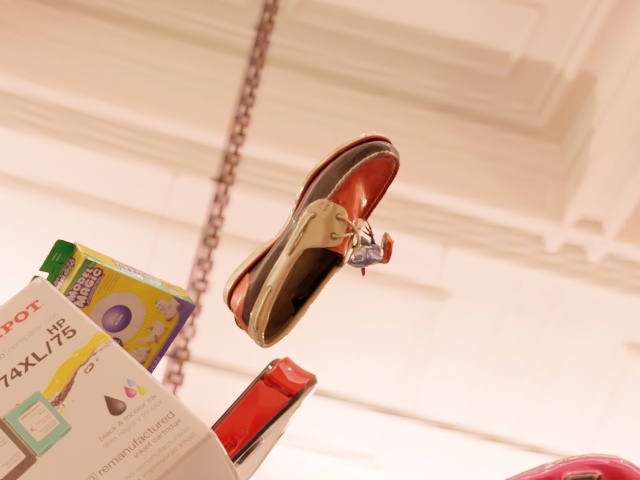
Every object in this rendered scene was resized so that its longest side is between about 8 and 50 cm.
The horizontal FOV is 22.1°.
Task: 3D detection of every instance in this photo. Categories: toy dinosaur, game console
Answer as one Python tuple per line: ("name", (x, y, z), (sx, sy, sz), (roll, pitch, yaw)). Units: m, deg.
("toy dinosaur", (0.047, 0.009, 1.506), (0.082, 0.047, 0.090), (21, -6, 45))
("game console", (-0.156, 0.307, 1.826), (0.060, 0.342, 0.386), (39, -31, 5))

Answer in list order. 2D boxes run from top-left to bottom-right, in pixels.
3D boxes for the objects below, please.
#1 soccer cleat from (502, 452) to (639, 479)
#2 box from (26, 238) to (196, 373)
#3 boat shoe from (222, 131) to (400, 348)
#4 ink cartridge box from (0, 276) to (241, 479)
("soccer cleat", (0.085, 0.255, 1.128), (0.116, 0.331, 0.143), (51, 0, -2))
("box", (-0.234, 0.073, 1.768), (0.179, 0.043, 0.105), (26, -78, -35))
("boat shoe", (0.000, 0.000, 0.917), (0.137, 0.043, 0.049), (-49, -48, 8))
("ink cartridge box", (-0.218, 0.211, 1.442), (0.270, 0.198, 0.197), (36, -22, 38))
